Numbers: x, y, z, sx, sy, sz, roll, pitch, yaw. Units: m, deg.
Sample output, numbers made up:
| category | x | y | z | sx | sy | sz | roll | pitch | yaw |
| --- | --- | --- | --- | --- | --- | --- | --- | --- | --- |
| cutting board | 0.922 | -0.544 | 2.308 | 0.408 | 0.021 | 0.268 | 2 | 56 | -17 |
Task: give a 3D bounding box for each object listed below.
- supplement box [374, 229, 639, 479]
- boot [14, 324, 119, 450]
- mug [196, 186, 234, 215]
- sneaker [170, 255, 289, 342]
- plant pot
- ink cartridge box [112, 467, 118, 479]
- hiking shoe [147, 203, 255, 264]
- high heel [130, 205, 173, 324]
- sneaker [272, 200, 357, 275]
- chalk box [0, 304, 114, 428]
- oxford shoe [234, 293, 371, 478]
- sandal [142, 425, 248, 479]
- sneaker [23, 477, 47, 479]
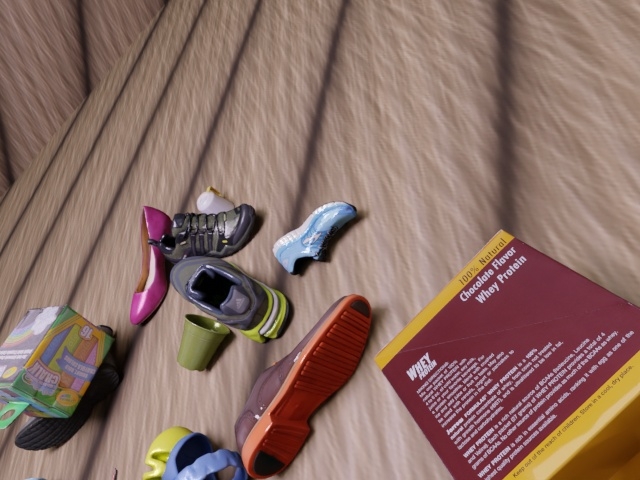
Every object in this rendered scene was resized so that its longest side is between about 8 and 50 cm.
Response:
| category | x | y | z | sx | sy | sz | roll | pitch | yaw |
| --- | --- | --- | --- | --- | --- | --- | --- | --- | --- |
| supplement box | 0.189 | 0.129 | 0.411 | 0.191 | 0.129 | 0.194 | -46 | 30 | 4 |
| boot | -0.524 | 0.305 | 0.948 | 0.246 | 0.083 | 0.161 | -42 | 39 | -3 |
| mug | -0.233 | -0.076 | 0.969 | 0.062 | 0.064 | 0.078 | -52 | 43 | -1 |
| sneaker | -0.186 | 0.076 | 0.785 | 0.300 | 0.121 | 0.111 | 13 | 71 | 43 |
| plant pot | -0.209 | 0.179 | 0.775 | 0.083 | 0.083 | 0.079 | 20 | 88 | 45 |
| ink cartridge box | -0.337 | 0.458 | 0.544 | 0.309 | 0.130 | 0.272 | 121 | 150 | -43 |
| hiking shoe | -0.234 | -0.015 | 0.891 | 0.226 | 0.114 | 0.086 | -29 | 48 | 21 |
| high heel | -0.377 | 0.050 | 0.961 | 0.082 | 0.117 | 0.244 | 4 | 65 | 40 |
| sneaker | 0.000 | 0.000 | 0.745 | 0.162 | 0.063 | 0.073 | -39 | 62 | 18 |
| chalk box | -0.517 | 0.246 | 0.831 | 0.132 | 0.132 | 0.213 | -9 | 45 | 28 |
| oxford shoe | -0.033 | 0.178 | 0.616 | 0.271 | 0.097 | 0.098 | -54 | 38 | -4 |
| sandal | -0.168 | 0.393 | 0.563 | 0.138 | 0.126 | 0.317 | -19 | 53 | 24 |
| sneaker | -0.570 | 0.511 | 0.828 | 0.365 | 0.135 | 0.150 | -5 | 30 | 42 |
